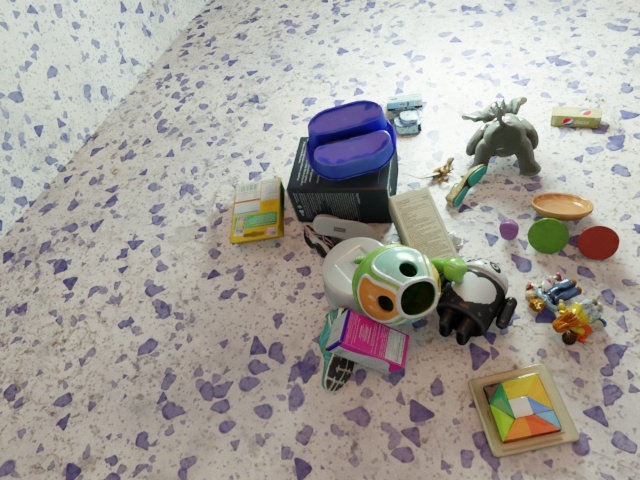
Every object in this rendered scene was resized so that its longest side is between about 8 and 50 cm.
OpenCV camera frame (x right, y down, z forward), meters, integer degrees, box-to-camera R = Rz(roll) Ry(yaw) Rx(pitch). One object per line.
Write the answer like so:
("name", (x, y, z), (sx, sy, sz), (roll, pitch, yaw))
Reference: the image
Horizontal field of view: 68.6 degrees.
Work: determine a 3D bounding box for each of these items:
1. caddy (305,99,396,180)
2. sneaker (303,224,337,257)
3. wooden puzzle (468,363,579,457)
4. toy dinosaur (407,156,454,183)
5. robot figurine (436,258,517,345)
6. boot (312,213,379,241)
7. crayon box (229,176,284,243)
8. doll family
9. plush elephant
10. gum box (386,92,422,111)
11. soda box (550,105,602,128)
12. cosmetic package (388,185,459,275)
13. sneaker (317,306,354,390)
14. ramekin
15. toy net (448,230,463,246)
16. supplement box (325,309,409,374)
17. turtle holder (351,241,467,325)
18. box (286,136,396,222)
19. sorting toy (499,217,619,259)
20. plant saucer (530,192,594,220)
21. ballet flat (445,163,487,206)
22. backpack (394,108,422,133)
("caddy", (0.108, -0.358, 1.709), (0.341, 0.179, 0.242), (-13, 76, 5))
("sneaker", (0.000, 0.000, 1.817), (0.077, 0.072, 0.178), (-20, 49, -27))
("wooden puzzle", (0.562, 0.468, 1.315), (0.238, 0.044, 0.221), (-13, 51, 4))
("toy dinosaur", (0.473, -0.271, 1.904), (0.211, 0.064, 0.112), (-27, 33, -18))
("robot figurine", (0.473, 0.185, 1.469), (0.209, 0.173, 0.278), (42, 67, -6))
("boot", (0.096, -0.050, 1.802), (0.258, 0.095, 0.123), (16, 15, -4))
("crayon box", (-0.257, -0.106, 1.943), (0.202, 0.083, 0.323), (-8, 51, 8))
("doll family", (0.733, 0.195, 1.430), (0.163, 0.118, 0.263), (-27, 52, -6))
("plush elephant", (0.702, -0.433, 1.843), (0.271, 0.330, 0.255), (-6, 34, 19))
("gum box", (0.387, -0.635, 2.154), (0.156, 0.041, 0.184), (-3, 23, 13))
("soda box", (1.045, -0.505, 1.923), (0.181, 0.058, 0.061), (10, 57, 21))
("cosmetic package", (0.355, -0.022, 1.644), (0.153, 0.129, 0.296), (-16, 67, 1))
("sneaker", (0.045, 0.352, 1.522), (0.109, 0.107, 0.276), (-18, 49, 38))
("ramekin", (0.136, 0.121, 1.633), (0.277, 0.135, 0.277), (-8, 52, 10))
("toy net", (0.408, -0.022, 1.729), (0.232, 0.045, 0.122), (21, 61, 27))
("supplement box", (0.145, 0.314, 1.434), (0.219, 0.111, 0.114), (26, 57, -10))
("turtle holder", (0.266, 0.144, 1.416), (0.320, 0.244, 0.227), (11, 6, -21))
("box", (0.100, -0.246, 1.869), (0.395, 0.212, 0.294), (2, 56, 16))
("sorting toy", (0.812, -0.032, 1.617), (0.365, 0.127, 0.126), (9, 27, 24))
("plant saucer", (0.846, -0.117, 1.650), (0.199, 0.037, 0.200), (-4, 26, 2))
("ballet flat", (0.552, -0.221, 1.806), (0.206, 0.073, 0.067), (-48, 46, -4))
("backpack", (0.388, -0.533, 2.100), (0.114, 0.084, 0.105), (-9, 49, 12))
